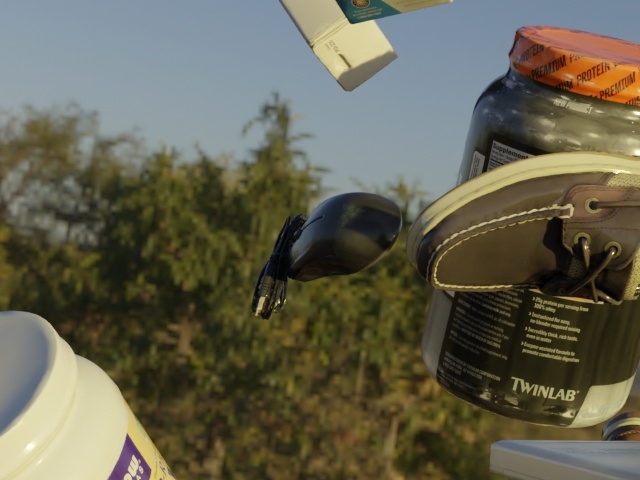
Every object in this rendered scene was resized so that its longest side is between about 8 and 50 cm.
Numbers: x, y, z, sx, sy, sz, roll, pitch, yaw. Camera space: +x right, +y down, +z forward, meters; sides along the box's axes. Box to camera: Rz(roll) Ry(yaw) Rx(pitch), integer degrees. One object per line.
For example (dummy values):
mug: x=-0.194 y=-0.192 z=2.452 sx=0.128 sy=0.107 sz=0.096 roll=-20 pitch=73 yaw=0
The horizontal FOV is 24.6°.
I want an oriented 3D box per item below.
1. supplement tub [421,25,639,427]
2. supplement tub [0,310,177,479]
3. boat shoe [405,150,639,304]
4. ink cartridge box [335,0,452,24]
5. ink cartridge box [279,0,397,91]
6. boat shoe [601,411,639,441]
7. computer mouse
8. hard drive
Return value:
supplement tub: x=0.223 y=-0.016 z=1.366 sx=0.207 sy=0.338 sz=0.207 roll=11 pitch=18 yaw=-3
supplement tub: x=-0.251 y=0.252 z=1.336 sx=0.241 sy=0.241 sz=0.331 roll=6 pitch=-44 yaw=39
boat shoe: x=0.205 y=-0.002 z=1.045 sx=0.285 sy=0.092 sz=0.103 roll=-7 pitch=-39 yaw=-15
ink cartridge box: x=0.055 y=-0.342 z=1.608 sx=0.139 sy=0.082 sz=0.191 roll=-8 pitch=-43 yaw=33
ink cartridge box: x=-0.003 y=-0.328 z=1.988 sx=0.092 sy=0.218 sz=0.158 roll=-34 pitch=-27 yaw=8
boat shoe: x=0.408 y=0.314 z=1.671 sx=0.257 sy=0.095 sz=0.095 roll=44 pitch=20 yaw=-13
computer mouse: x=0.000 y=0.000 z=2.081 sx=0.072 sy=0.188 sz=0.272 roll=38 pitch=-37 yaw=-27
hard drive: x=0.322 y=0.224 z=1.377 sx=0.203 sy=0.040 sz=0.307 roll=3 pitch=-1 yaw=-22
